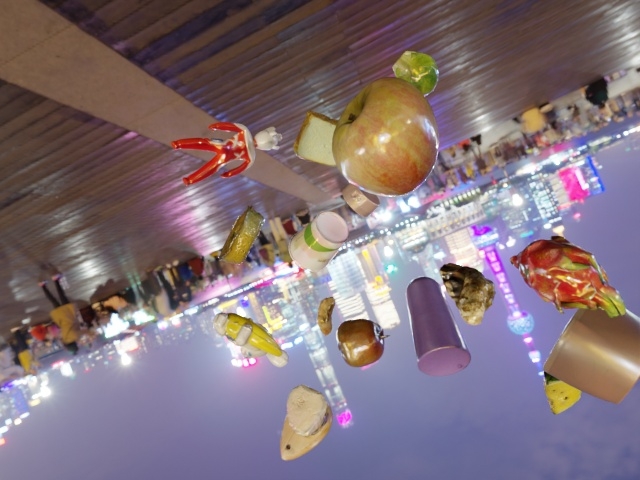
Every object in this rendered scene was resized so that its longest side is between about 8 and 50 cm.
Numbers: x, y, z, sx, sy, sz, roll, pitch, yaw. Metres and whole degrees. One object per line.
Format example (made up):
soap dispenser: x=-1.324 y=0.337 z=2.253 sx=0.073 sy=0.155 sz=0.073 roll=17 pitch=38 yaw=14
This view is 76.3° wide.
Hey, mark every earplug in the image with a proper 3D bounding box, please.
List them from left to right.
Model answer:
earplug: x=0.488 y=0.345 z=1.795 sx=0.215 sy=0.215 sz=0.456 roll=-23 pitch=-142 yaw=17

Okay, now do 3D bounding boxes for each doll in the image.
doll: x=-0.303 y=-0.316 z=1.406 sx=0.384 sy=0.188 sz=0.099 roll=-19 pitch=-150 yaw=-23
doll: x=-0.212 y=0.298 z=1.232 sx=0.252 sy=0.237 sz=0.111 roll=90 pitch=23 yaw=-62

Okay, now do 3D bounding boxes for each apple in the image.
apple: x=0.158 y=-0.232 z=0.953 sx=0.257 sy=0.234 sz=0.257 roll=-48 pitch=-160 yaw=24

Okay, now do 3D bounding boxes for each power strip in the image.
power strip: x=0.163 y=-0.172 z=1.650 sx=0.078 sy=0.154 sz=0.154 roll=-43 pitch=168 yaw=25

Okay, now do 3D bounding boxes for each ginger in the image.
ginger: x=0.026 y=0.357 z=1.941 sx=0.095 sy=0.190 sz=0.069 roll=15 pitch=170 yaw=-23

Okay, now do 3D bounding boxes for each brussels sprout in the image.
brussels sprout: x=0.369 y=-0.645 z=1.576 sx=0.144 sy=0.181 sz=0.161 roll=-47 pitch=-162 yaw=-20

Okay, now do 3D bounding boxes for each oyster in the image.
oyster: x=0.498 y=0.157 z=1.423 sx=0.166 sy=0.094 sz=0.294 roll=-34 pitch=-144 yaw=-1

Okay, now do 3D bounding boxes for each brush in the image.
brush: x=-0.071 y=0.690 z=1.521 sx=0.267 sy=0.174 sz=0.166 roll=-56 pitch=151 yaw=-20

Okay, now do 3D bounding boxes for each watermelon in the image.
watermelon: x=0.912 y=0.567 z=1.558 sx=0.129 sy=0.301 sz=0.123 roll=-48 pitch=-141 yaw=-12

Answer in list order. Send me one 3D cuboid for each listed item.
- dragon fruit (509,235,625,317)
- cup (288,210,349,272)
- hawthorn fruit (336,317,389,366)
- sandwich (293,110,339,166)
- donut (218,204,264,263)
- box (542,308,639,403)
dragon fruit: x=0.662 y=0.108 z=1.106 sx=0.198 sy=0.269 sz=0.200 roll=-44 pitch=180 yaw=-17
cup: x=0.000 y=0.000 z=2.087 sx=0.253 sy=0.253 sz=0.274 roll=-20 pitch=164 yaw=-36
hawthorn fruit: x=0.244 y=0.563 z=2.276 sx=0.301 sy=0.268 sz=0.268 roll=-14 pitch=179 yaw=9
sandwich: x=0.025 y=-0.442 z=1.786 sx=0.251 sy=0.087 sz=0.226 roll=9 pitch=130 yaw=-23
donut: x=-0.318 y=-0.014 z=1.686 sx=0.272 sy=0.107 sz=0.272 roll=-55 pitch=-162 yaw=27
box: x=0.865 y=0.340 z=1.257 sx=0.301 sy=0.216 sz=0.301 roll=-30 pitch=139 yaw=-31
